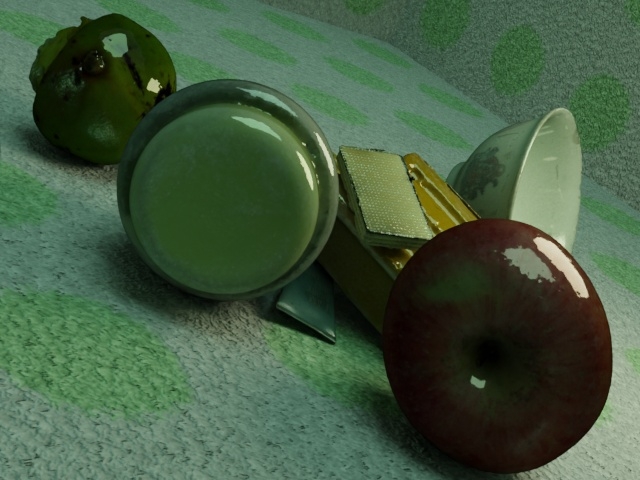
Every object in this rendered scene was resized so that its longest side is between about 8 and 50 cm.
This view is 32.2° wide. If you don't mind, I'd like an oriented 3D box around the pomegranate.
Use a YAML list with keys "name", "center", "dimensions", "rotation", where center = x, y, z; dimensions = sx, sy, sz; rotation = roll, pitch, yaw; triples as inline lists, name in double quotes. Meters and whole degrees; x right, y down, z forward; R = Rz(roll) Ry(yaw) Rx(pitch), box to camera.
- name: "pomegranate"
  center: [-0.367, -0.252, 1.958]
  dimensions: [0.260, 0.260, 0.341]
  rotation: [32, -4, 19]

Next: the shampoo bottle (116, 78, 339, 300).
- name: "shampoo bottle"
  center: [-0.134, -0.076, 1.637]
  dimensions: [0.322, 0.323, 0.317]
  rotation: [24, 9, -4]

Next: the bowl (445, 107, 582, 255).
- name: "bowl"
  center: [0.351, -0.052, 2.154]
  dimensions: [0.196, 0.435, 0.434]
  rotation: [10, 10, 29]

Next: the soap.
- name: "soap"
  center: [0.158, 0.022, 1.843]
  dimensions: [0.293, 0.156, 0.335]
  rotation: [-22, 63, -45]

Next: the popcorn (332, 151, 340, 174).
- name: "popcorn"
  center: [0.023, -0.106, 2.150]
  dimensions: [0.195, 0.173, 0.168]
  rotation: [39, -19, 49]

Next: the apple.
- name: "apple"
  center: [0.244, 0.142, 1.543]
  dimensions: [0.344, 0.345, 0.269]
  rotation: [29, 7, 10]

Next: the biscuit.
- name: "biscuit"
  center: [0.099, -0.068, 1.754]
  dimensions: [0.121, 0.041, 0.199]
  rotation: [5, 45, -21]

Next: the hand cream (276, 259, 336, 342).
- name: "hand cream"
  center: [-0.019, 0.058, 1.815]
  dimensions: [0.111, 0.070, 0.312]
  rotation: [32, 20, -15]
